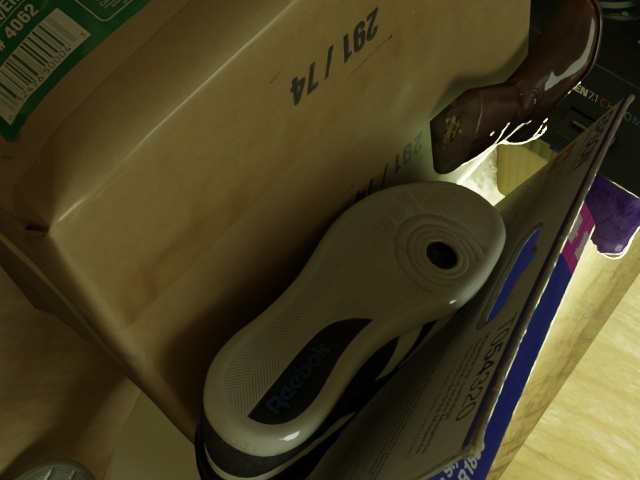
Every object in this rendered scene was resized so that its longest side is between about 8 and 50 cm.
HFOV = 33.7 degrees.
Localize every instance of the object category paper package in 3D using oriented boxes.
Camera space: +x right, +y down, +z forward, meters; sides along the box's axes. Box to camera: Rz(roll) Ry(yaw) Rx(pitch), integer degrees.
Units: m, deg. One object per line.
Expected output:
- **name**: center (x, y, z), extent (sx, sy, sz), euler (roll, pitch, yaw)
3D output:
- **paper package**: center (-0.038, -0.090, 0.580), extent (0.325, 0.168, 0.309), euler (-46, 155, -17)

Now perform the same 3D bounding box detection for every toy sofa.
- **toy sofa**: center (0.386, -0.167, 1.272), extent (0.362, 0.177, 0.150), euler (-47, 156, -15)

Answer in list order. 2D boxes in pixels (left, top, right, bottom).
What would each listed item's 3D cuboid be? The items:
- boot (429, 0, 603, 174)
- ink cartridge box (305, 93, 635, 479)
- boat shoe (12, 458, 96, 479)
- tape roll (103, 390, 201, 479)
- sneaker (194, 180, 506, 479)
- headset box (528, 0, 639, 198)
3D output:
- **boot**: center (0.112, -0.092, 0.612), extent (0.114, 0.037, 0.106), euler (-18, 136, -47)
- **ink cartridge box**: center (0.061, 0.097, 0.651), extent (0.330, 0.071, 0.324), euler (-41, -172, 44)
- **boat shoe**: center (-0.248, 0.260, 0.802), extent (0.226, 0.083, 0.076), euler (-54, -174, -5)
- **tape roll**: center (-0.074, 0.186, 0.886), extent (0.286, 0.100, 0.286), euler (19, 90, -75)
- **sneaker**: center (0.008, 0.056, 0.579), extent (0.217, 0.079, 0.121), euler (-37, 162, -35)
- **headset box**: center (0.344, -0.184, 1.077), extent (0.283, 0.246, 0.131), euler (-41, 153, -29)
